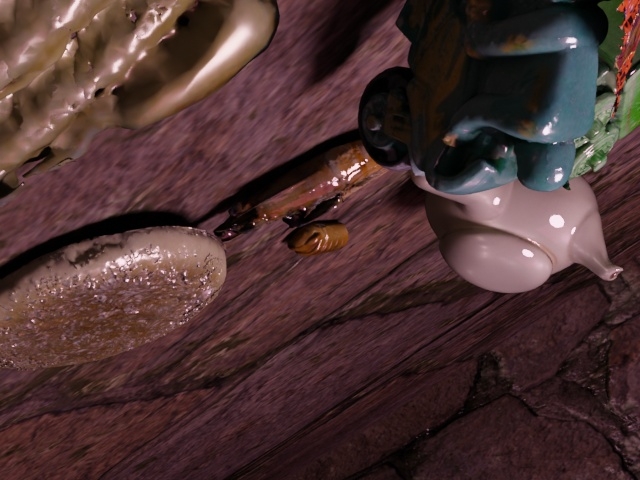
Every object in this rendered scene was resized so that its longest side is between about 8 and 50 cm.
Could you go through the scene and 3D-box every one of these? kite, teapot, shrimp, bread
[{"bbox_3d":[0.213,-0.162,0.654,0.125,0.008,0.222,-68,163,-3],"label":"kite"},{"bbox_3d":[0.185,-0.041,1.170,0.318,0.149,0.220,28,156,-27],"label":"teapot"},{"bbox_3d":[-0.010,-0.045,1.035,0.217,0.051,0.150,-26,171,-9],"label":"shrimp"},{"bbox_3d":[0.000,0.000,1.196,0.049,0.034,0.088,-32,165,30],"label":"bread"},{"bbox_3d":[-0.212,0.065,0.976,0.266,0.041,0.267,-20,160,-8],"label":"bread"}]

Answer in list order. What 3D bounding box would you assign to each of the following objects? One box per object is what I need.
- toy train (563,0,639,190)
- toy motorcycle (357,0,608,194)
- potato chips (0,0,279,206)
[{"bbox_3d":[0.277,-0.167,1.012,0.188,0.132,0.243,-39,162,3],"label":"toy train"},{"bbox_3d":[0.124,-0.134,0.715,0.109,0.198,0.297,-9,140,-37],"label":"toy motorcycle"},{"bbox_3d":[-0.181,-0.135,0.406,0.389,0.097,0.373,-25,157,-11],"label":"potato chips"}]
